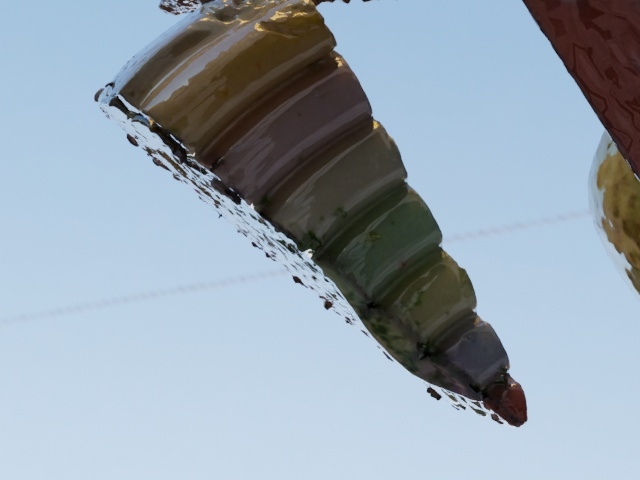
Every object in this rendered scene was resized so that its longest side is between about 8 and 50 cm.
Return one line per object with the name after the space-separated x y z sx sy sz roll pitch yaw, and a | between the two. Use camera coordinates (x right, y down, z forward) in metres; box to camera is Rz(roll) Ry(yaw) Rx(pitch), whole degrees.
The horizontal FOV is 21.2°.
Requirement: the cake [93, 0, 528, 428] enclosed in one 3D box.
0.014 -0.016 0.733 0.225 0.090 0.109 43 -9 -14 | cake

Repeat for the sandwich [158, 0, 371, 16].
-0.020 -0.190 1.010 0.160 0.185 0.109 -34 -52 -11 | sandwich

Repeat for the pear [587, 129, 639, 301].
0.266 -0.038 0.827 0.271 0.271 0.271 10 -45 10 | pear

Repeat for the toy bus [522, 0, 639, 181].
0.155 -0.123 0.477 0.233 0.203 0.427 -28 -78 33 | toy bus
